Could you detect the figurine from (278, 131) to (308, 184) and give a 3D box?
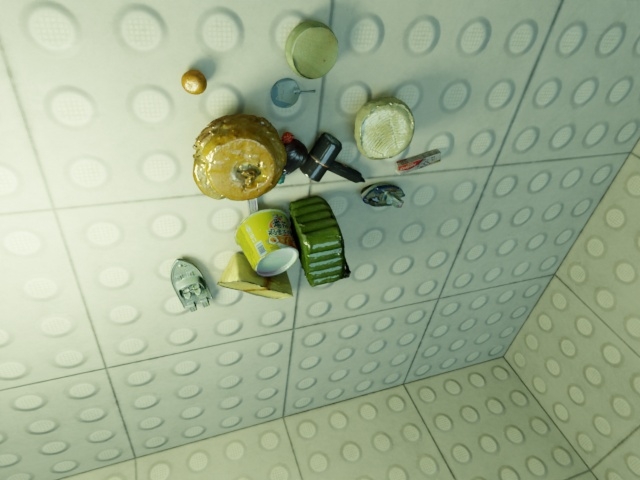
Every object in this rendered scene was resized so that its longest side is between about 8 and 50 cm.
[{"bbox_3d":[-0.157,-0.308,1.780,0.138,0.110,0.245,27,122,-37],"label":"figurine"}]

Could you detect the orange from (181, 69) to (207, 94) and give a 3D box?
[{"bbox_3d":[-0.418,-0.525,1.480,0.083,0.070,0.083,-3,132,-3],"label":"orange"}]

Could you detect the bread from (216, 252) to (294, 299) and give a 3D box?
[{"bbox_3d":[-0.292,0.228,2.047,0.345,0.405,0.242,23,107,-25],"label":"bread"}]

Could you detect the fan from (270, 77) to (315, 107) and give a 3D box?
[{"bbox_3d":[-0.100,-0.549,1.658,0.175,0.005,0.113,-10,133,-18],"label":"fan"}]

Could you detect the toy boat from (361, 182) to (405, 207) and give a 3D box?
[{"bbox_3d":[0.300,-0.202,2.087,0.262,0.115,0.114,0,129,-26],"label":"toy boat"}]

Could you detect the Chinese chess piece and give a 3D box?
[{"bbox_3d":[-0.031,-0.657,1.545,0.188,0.083,0.188,-14,132,-17],"label":"Chinese chess piece"}]

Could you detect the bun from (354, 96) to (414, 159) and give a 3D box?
[{"bbox_3d":[0.249,-0.462,1.803,0.259,0.152,0.259,-7,122,-11],"label":"bun"}]

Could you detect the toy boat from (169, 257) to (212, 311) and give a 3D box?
[{"bbox_3d":[-0.598,0.196,2.028,0.141,0.092,0.320,-20,134,-11],"label":"toy boat"}]

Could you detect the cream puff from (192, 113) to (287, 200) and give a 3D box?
[{"bbox_3d":[-0.297,-0.304,1.622,0.343,0.231,0.327,-34,133,12],"label":"cream puff"}]

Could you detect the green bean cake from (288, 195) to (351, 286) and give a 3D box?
[{"bbox_3d":[0.000,0.000,1.969,0.218,0.335,0.319,-16,139,-11],"label":"green bean cake"}]

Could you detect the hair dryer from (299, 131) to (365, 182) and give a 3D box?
[{"bbox_3d":[0.091,-0.321,1.909,0.352,0.107,0.189,14,120,-44],"label":"hair dryer"}]

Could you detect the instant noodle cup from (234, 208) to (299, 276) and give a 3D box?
[{"bbox_3d":[-0.220,0.018,1.934,0.264,0.200,0.264,-22,150,-13],"label":"instant noodle cup"}]

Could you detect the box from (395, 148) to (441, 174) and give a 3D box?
[{"bbox_3d":[0.454,-0.365,2.069,0.218,0.040,0.055,-19,136,-10],"label":"box"}]

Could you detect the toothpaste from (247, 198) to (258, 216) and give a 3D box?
[{"bbox_3d":[-0.287,-0.144,1.910,0.047,0.040,0.196,-11,134,-15],"label":"toothpaste"}]
